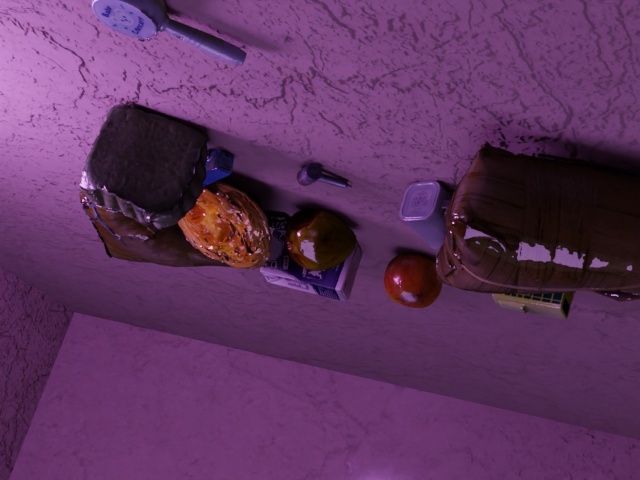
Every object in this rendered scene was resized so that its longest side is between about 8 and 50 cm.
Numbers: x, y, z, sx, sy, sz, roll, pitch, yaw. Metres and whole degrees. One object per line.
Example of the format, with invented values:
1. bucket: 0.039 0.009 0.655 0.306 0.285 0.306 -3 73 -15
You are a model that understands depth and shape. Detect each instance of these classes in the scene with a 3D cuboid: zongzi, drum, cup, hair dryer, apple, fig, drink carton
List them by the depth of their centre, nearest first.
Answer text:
1. drum: -0.252 -0.340 1.520 0.253 0.049 0.130 28 159 -30
2. zongzi: 0.464 0.023 1.684 0.499 0.218 0.467 11 164 7
3. cup: 0.243 -0.049 1.853 0.128 0.095 0.129 -1 153 44
4. hair dryer: 0.012 -0.125 1.945 0.114 0.037 0.063 15 165 -17
5. fig: 0.000 0.000 2.172 0.165 0.144 0.154 14 127 -16
6. apple: 0.221 0.101 2.259 0.146 0.146 0.146 16 162 5
7. zongzi: -0.382 -0.047 2.312 0.392 0.174 0.356 13 158 11
8. drink carton: -0.024 0.055 2.340 0.222 0.134 0.102 12 164 16

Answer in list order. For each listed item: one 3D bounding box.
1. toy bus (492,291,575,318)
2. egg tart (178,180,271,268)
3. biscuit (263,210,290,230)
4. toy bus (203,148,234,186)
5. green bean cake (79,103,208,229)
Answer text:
1. toy bus: 0.474 0.113 2.107 0.175 0.101 0.088 9 160 29
2. egg tart: -0.215 -0.051 2.205 0.297 0.132 0.297 20 142 17
3. biscuit: -0.114 -0.049 2.286 0.087 0.027 0.089 22 162 -17
4. toy bus: -0.250 -0.153 2.038 0.051 0.061 0.153 24 151 -37
5. green bean cake: -0.353 -0.144 1.915 0.227 0.223 0.125 19 162 5
